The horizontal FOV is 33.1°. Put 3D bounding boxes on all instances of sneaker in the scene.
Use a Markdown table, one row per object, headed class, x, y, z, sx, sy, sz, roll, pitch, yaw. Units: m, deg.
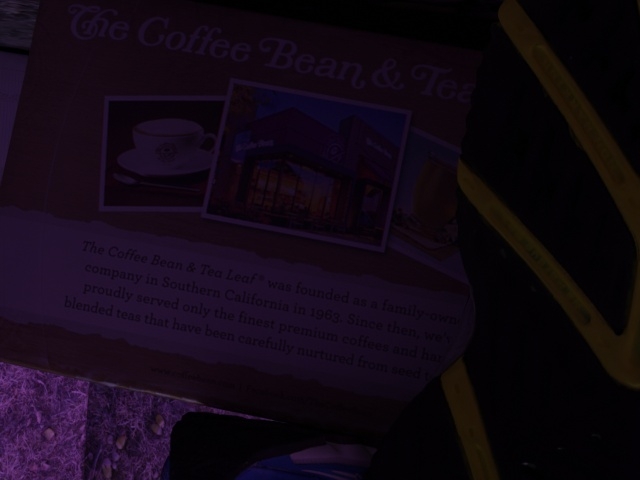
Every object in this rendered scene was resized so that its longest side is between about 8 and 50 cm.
| class | x | y | z | sx | sy | sz | roll | pitch | yaw |
| --- | --- | --- | --- | --- | --- | --- | --- | --- | --- |
| sneaker | 0.119 | 0.069 | 0.460 | 0.145 | 0.384 | 0.147 | 27 | -159 | 29 |
| sneaker | 0.012 | 0.204 | 0.577 | 0.130 | 0.147 | 0.330 | 2 | 145 | 32 |

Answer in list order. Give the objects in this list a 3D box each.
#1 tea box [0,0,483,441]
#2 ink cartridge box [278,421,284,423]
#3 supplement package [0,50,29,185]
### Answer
| class | x | y | z | sx | sy | sz | roll | pitch | yaw |
| --- | --- | --- | --- | --- | --- | --- | --- | --- | --- |
| tea box | 0.000 | 0.000 | 0.708 | 0.329 | 0.219 | 0.323 | 11 | 175 | 6 |
| ink cartridge box | 0.119 | 0.200 | 0.825 | 0.273 | 0.114 | 0.197 | 11 | 177 | 29 |
| supplement package | -0.349 | -0.102 | 0.933 | 0.244 | 0.139 | 0.134 | 4 | -179 | -44 |
